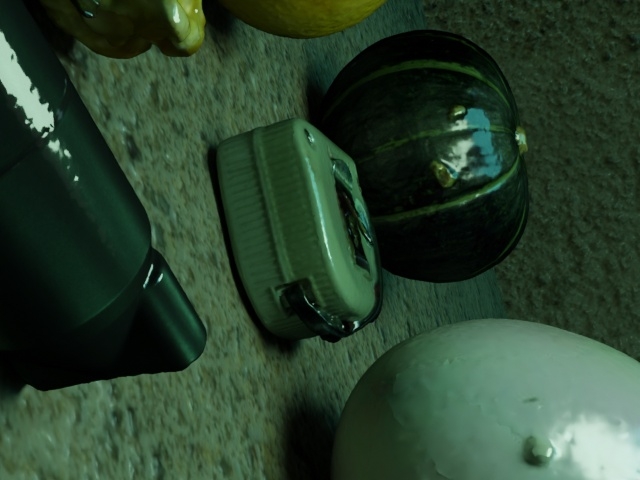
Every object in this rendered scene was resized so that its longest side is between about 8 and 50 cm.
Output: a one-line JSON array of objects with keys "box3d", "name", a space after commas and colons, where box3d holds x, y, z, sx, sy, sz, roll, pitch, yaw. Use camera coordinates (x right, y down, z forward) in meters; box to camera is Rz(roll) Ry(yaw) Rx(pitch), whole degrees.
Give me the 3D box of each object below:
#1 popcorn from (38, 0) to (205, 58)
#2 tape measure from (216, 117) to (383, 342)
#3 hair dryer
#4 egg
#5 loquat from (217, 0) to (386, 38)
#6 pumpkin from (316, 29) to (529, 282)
[{"box3d": [-0.125, -0.200, 0.834, 0.170, 0.180, 0.180, -53, 135, -28], "name": "popcorn"}, {"box3d": [0.000, 0.000, 1.194, 0.235, 0.115, 0.207, 29, 44, -71], "name": "tape measure"}, {"box3d": [-0.164, -0.077, 0.683, 0.302, 0.116, 0.244, -102, 170, -49], "name": "hair dryer"}, {"box3d": [0.157, 0.227, 1.126, 0.340, 0.354, 0.355, 40, 29, -27], "name": "egg"}, {"box3d": [-0.009, -0.337, 1.212, 0.275, 0.274, 0.275, -16, 90, -77], "name": "loquat"}, {"box3d": [0.138, -0.104, 1.593, 0.323, 0.241, 0.323, -18, 90, -75], "name": "pumpkin"}]
